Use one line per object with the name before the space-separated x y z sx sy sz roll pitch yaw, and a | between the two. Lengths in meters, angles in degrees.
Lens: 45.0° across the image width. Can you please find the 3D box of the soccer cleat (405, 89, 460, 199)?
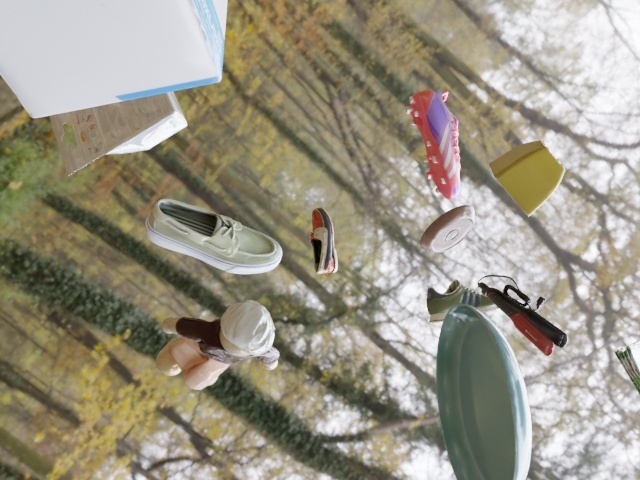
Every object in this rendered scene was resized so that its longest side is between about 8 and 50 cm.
soccer cleat | 0.251 -0.201 1.575 0.095 0.247 0.083 -13 158 -10

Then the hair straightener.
hair straightener | 0.403 0.138 1.542 0.089 0.047 0.230 -20 -140 -28

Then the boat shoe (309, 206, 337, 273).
boat shoe | 0.000 0.000 1.532 0.043 0.136 0.049 -4 168 -30

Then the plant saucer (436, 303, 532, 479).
plant saucer | 0.245 0.252 1.170 0.317 0.044 0.317 176 -90 -79

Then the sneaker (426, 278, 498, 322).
sneaker | 0.321 0.126 1.722 0.192 0.086 0.064 -9 170 -21

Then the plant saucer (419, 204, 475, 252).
plant saucer | 0.333 -0.023 1.986 0.168 0.168 0.029 -43 -122 16

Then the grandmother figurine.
grandmother figurine | -0.164 0.180 1.305 0.342 0.208 0.103 142 -44 -60

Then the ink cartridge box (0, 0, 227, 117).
ink cartridge box | -0.178 -0.250 0.633 0.171 0.168 0.232 -9 -129 9

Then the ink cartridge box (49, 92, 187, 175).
ink cartridge box | -0.370 -0.222 1.403 0.225 0.056 0.181 -31 -123 6

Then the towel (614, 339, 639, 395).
towel | 0.474 0.212 1.084 0.023 0.152 0.113 -37 159 29

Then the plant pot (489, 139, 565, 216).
plant pot | 0.310 -0.100 1.139 0.083 0.081 0.081 -39 -169 17

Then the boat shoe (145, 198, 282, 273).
boat shoe | -0.222 -0.007 1.654 0.094 0.303 0.109 123 -24 -52
